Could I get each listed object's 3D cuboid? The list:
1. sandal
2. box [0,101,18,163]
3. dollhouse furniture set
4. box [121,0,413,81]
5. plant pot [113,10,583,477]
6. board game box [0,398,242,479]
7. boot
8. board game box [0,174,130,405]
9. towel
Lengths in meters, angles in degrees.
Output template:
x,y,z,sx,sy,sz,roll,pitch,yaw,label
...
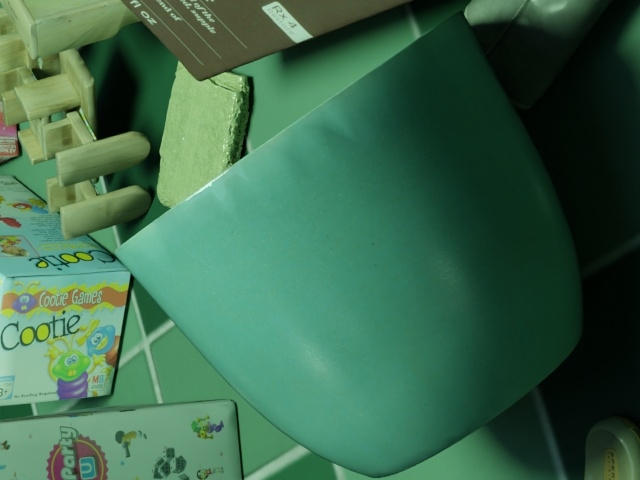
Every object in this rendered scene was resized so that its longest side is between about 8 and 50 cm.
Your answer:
x,y,z,sx,sy,sz,roll,pitch,yaw,label
0.198,0.212,1.232,0.072,0.049,0.180,-7,86,53,sandal
-0.471,-0.137,1.942,0.128,0.257,0.122,-18,76,52,box
-0.214,-0.168,1.735,0.212,0.161,0.242,57,156,35,dollhouse furniture set
-0.021,-0.262,1.362,0.381,0.191,0.143,-15,36,52,box
0.043,0.020,1.244,0.235,0.293,0.293,55,140,-2,plant pot
-0.258,0.207,1.634,0.224,0.303,0.097,-12,82,53,board game box
0.184,-0.164,1.211,0.208,0.076,0.189,-49,40,35,boot
-0.331,0.046,1.859,0.275,0.144,0.142,34,119,49,board game box
-0.107,-0.090,1.647,0.110,0.027,0.148,28,113,48,towel
